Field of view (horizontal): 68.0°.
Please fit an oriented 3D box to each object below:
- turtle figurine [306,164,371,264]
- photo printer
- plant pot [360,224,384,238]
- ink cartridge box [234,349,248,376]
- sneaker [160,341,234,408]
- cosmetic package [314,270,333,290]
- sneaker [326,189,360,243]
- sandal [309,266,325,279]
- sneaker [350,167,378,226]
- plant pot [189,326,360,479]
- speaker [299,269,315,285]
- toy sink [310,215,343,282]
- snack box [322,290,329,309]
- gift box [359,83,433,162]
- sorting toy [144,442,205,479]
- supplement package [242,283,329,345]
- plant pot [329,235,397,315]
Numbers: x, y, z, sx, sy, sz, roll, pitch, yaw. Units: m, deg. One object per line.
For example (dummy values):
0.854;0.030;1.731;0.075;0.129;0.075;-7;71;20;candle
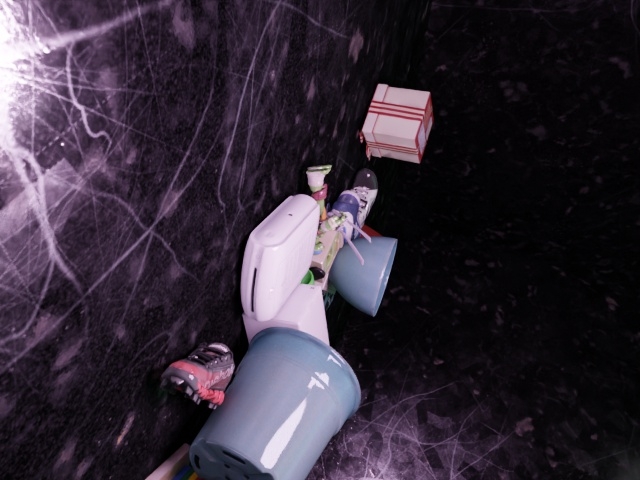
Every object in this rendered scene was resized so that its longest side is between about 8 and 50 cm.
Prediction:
0.045;-0.088;1.414;0.198;0.275;0.266;-27;116;-51;turtle figurine
-0.110;0.048;1.255;0.307;0.107;0.256;-53;158;-54;photo printer
0.218;0.085;2.439;0.267;0.236;0.267;-54;158;-56;plant pot
-0.183;0.381;1.496;0.181;0.056;0.224;84;28;-44;ink cartridge box
-0.249;0.270;0.995;0.276;0.098;0.135;83;28;-67;sneaker
0.009;0.114;1.859;0.309;0.113;0.160;49;60;-76;cosmetic package
0.079;-0.020;1.912;0.323;0.130;0.236;91;18;-47;sneaker
-0.053;0.123;1.566;0.179;0.067;0.040;-19;-141;53;sandal
0.174;-0.159;2.156;0.146;0.122;0.330;-51;155;-63;sneaker
-0.120;0.447;1.161;0.334;0.341;0.341;-48;154;-50;plant pot
-0.089;0.219;1.552;0.131;0.131;0.296;-59;162;-46;speaker
0.000;0.000;1.607;0.153;0.131;0.234;87;24;-59;toy sink
0.036;0.180;2.187;0.187;0.060;0.322;-51;155;-60;snack box
0.315;-0.471;1.999;0.276;0.258;0.255;57;51;-65;gift box
-0.360;0.643;1.060;0.255;0.089;0.257;-16;123;-75;sorting toy
-0.089;0.288;1.383;0.177;0.175;0.293;-54;144;-53;supplement package
0.144;0.108;1.721;0.290;0.195;0.290;16;90;-77;plant pot
